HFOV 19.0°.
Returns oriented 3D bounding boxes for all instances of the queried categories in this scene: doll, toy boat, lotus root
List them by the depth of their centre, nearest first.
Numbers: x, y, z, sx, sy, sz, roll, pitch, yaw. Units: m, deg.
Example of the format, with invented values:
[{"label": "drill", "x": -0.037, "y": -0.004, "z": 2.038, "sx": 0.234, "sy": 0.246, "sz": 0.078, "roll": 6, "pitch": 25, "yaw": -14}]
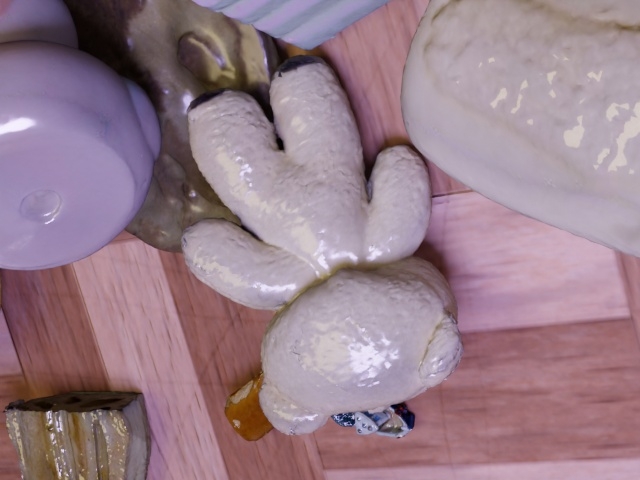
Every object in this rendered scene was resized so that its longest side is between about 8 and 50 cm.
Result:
[{"label": "doll", "x": 0.004, "y": -0.002, "z": 1.452, "sx": 0.175, "sy": 0.149, "sz": 0.278, "roll": -25, "pitch": 81, "yaw": 27}, {"label": "doll", "x": -0.244, "y": -0.105, "z": 1.520, "sx": 0.221, "sy": 0.221, "sz": 0.251, "roll": 22, "pitch": 152, "yaw": 30}, {"label": "toy boat", "x": 0.042, "y": 0.143, "z": 1.544, "sx": 0.083, "sy": 0.038, "sz": 0.038, "roll": 10, "pitch": 114, "yaw": 36}, {"label": "lotus root", "x": -0.210, "y": 0.203, "z": 1.743, "sx": 0.143, "sy": 0.070, "sz": 0.144, "roll": 6, "pitch": 108, "yaw": 30}]

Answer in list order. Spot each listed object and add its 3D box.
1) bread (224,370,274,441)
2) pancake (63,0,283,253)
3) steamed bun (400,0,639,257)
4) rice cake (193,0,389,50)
[{"label": "bread", "x": -0.043, "y": 0.134, "z": 1.606, "sx": 0.047, "sy": 0.036, "sz": 0.083, "roll": 51, "pitch": 130, "yaw": -2}, {"label": "pancake", "x": -0.139, "y": -0.129, "z": 1.563, "sx": 0.294, "sy": 0.049, "sz": 0.294, "roll": 17, "pitch": 121, "yaw": 30}, {"label": "steamed bun", "x": 0.214, "y": -0.132, "z": 1.183, "sx": 0.290, "sy": 0.273, "sz": 0.272, "roll": 17, "pitch": 102, "yaw": 28}, {"label": "rice cake", "x": -0.003, "y": -0.205, "z": 1.353, "sx": 0.198, "sy": 0.189, "sz": 0.037, "roll": -23, "pitch": 64, "yaw": 34}]
